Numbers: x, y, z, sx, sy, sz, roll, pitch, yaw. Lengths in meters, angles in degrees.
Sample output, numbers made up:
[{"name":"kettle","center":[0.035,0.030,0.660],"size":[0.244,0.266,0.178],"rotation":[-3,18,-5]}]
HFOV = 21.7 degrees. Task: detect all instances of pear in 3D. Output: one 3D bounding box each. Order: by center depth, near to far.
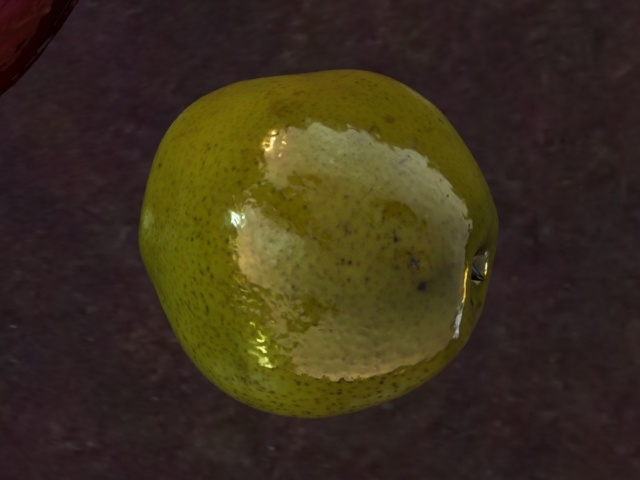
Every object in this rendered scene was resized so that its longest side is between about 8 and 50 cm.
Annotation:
[{"name":"pear","center":[0.000,0.001,0.922],"size":[0.198,0.198,0.198],"rotation":[0,90,-29]}]

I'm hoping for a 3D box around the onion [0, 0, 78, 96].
[{"name":"onion","center":[-0.146,-0.143,0.400],"size":[0.276,0.276,0.276],"rotation":[0,90,-29]}]
